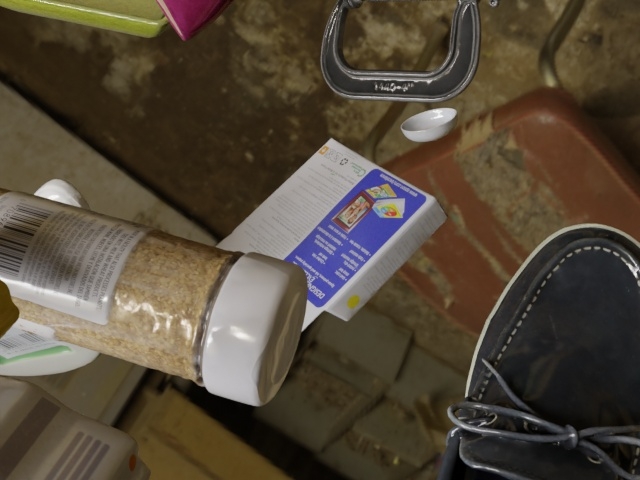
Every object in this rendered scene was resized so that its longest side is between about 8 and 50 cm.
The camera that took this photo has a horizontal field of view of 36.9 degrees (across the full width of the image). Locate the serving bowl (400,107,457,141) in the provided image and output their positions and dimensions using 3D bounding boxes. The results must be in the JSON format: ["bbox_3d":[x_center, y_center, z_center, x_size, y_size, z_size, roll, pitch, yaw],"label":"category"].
[{"bbox_3d":[0.158,-0.162,1.375,0.083,0.083,0.027,-1,119,34],"label":"serving bowl"}]

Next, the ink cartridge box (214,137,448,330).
[{"bbox_3d":[0.000,0.000,1.521,0.303,0.307,0.072,37,170,49],"label":"ink cartridge box"}]

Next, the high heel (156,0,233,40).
[{"bbox_3d":[-0.204,-0.305,0.698,0.377,0.181,0.127,28,177,7],"label":"high heel"}]

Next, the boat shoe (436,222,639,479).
[{"bbox_3d":[0.188,0.196,0.804,0.187,0.500,0.156,22,158,12],"label":"boat shoe"}]

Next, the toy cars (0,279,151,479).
[{"bbox_3d":[-0.257,0.070,0.603,0.393,0.176,0.087,34,131,45],"label":"toy cars"}]

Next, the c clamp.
[{"bbox_3d":[0.071,-0.176,0.761,0.160,0.022,0.137,0,93,29],"label":"c clamp"}]

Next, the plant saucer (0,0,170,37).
[{"bbox_3d":[-0.188,-0.251,0.861,0.188,0.188,0.045,13,144,10],"label":"plant saucer"}]

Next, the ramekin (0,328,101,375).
[{"bbox_3d":[-0.448,0.087,1.420,0.303,0.148,0.303,-3,151,-1],"label":"ramekin"}]

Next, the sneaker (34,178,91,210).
[{"bbox_3d":[-0.344,0.018,1.131,0.080,0.094,0.212,39,126,-5],"label":"sneaker"}]

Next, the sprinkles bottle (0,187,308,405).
[{"bbox_3d":[-0.193,0.034,0.816,0.355,0.121,0.121,15,141,13],"label":"sprinkles bottle"}]
